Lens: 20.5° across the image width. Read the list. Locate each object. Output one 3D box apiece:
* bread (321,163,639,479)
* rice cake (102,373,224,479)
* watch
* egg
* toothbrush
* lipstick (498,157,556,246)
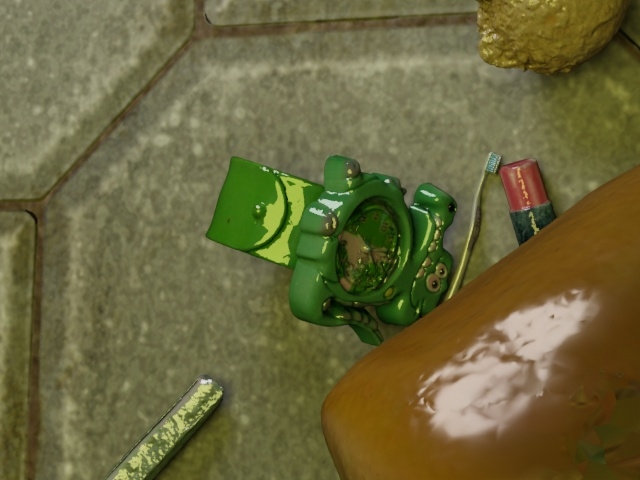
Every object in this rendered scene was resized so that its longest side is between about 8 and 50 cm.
[{"bbox_3d":[0.212,0.132,1.119,0.376,0.253,0.348,-33,69,-13],"label":"bread"},{"bbox_3d":[-0.150,0.187,1.430,0.033,0.033,0.207,43,99,8],"label":"rice cake"},{"bbox_3d":[0.000,0.000,1.352,0.152,0.165,0.131,17,92,46],"label":"watch"},{"bbox_3d":[0.172,-0.188,1.307,0.118,0.116,0.140,16,86,-2],"label":"egg"},{"bbox_3d":[0.116,-0.005,1.363,0.013,0.011,0.131,18,91,42],"label":"toothbrush"},{"bbox_3d":[0.181,0.046,1.319,0.053,0.053,0.234,-19,73,18],"label":"lipstick"}]
